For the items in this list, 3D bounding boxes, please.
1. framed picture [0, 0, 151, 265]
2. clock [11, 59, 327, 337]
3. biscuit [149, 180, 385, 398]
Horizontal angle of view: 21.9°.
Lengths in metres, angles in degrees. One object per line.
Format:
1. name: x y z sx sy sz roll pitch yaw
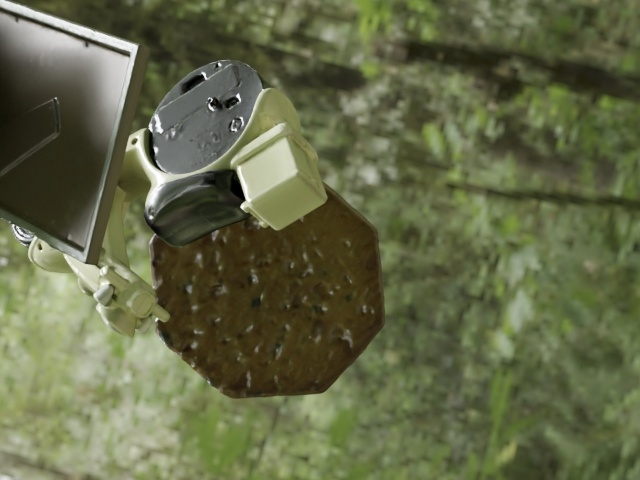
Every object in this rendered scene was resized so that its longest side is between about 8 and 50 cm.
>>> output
1. framed picture: -0.236 -0.099 1.390 0.250 0.016 0.184 22 101 47
2. clock: -0.186 -0.043 1.917 0.120 0.379 0.276 40 -159 -45
3. biscuit: -0.078 0.062 2.388 0.046 0.359 0.359 -75 -1 -80
